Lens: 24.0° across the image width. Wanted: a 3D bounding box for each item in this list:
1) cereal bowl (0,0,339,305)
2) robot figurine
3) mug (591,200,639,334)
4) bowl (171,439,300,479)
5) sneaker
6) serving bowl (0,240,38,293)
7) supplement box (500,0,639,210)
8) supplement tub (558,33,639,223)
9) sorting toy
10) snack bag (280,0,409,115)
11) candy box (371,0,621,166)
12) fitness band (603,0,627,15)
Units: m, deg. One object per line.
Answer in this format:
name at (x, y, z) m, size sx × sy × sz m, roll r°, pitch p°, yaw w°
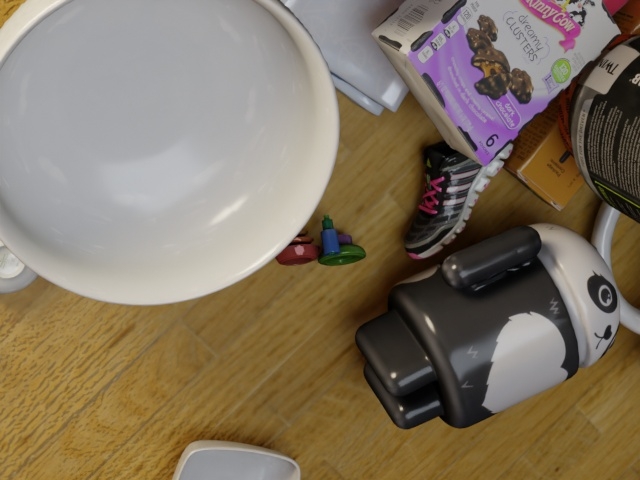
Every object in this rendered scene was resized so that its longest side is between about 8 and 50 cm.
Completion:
cereal bowl at (-0.161, -0.115, 1.397) m, size 0.339 × 0.141 × 0.339 m, roll -9°, pitch 122°, yaw -14°
robot figurine at (0.182, 0.093, 1.591) m, size 0.278 × 0.209 × 0.173 m, roll -24°, pitch 85°, yaw -10°
mug at (0.485, 0.023, 1.651) m, size 0.374 × 0.276 × 0.328 m, roll 7°, pitch 102°, yaw 9°
bowl at (-0.102, 0.279, 1.622) m, size 0.142 × 0.053 × 0.142 m, roll 12°, pitch 104°, yaw -23°
sneaker at (0.129, -0.062, 1.582) m, size 0.075 × 0.063 × 0.170 m, roll 35°, pitch 89°, yaw -27°
serving bowl at (-0.307, 0.016, 1.468) m, size 0.083 × 0.027 × 0.083 m, roll -7°, pitch 111°, yaw -19°
supplement box at (0.289, -0.150, 1.601) m, size 0.078 × 0.080 × 0.233 m, roll 38°, pitch 91°, yaw -26°
supplement tub at (0.367, -0.090, 1.431) m, size 0.193 × 0.316 × 0.193 m, roll -8°, pitch 112°, yaw -20°
sorting toy at (0.000, 0.000, 1.567) m, size 0.102 × 0.061 × 0.042 m, roll 0°, pitch 74°, yaw -27°
snack bag at (0.026, -0.335, 1.462) m, size 0.342 × 0.037 × 0.323 m, roll 32°, pitch 96°, yaw -26°
candy box at (0.173, -0.200, 1.452) m, size 0.196 × 0.070 × 0.165 m, roll -44°, pitch 127°, yaw -5°
fitness band at (0.212, -0.281, 1.516) m, size 0.291 × 0.054 × 0.209 m, roll -42°, pitch 127°, yaw -9°
